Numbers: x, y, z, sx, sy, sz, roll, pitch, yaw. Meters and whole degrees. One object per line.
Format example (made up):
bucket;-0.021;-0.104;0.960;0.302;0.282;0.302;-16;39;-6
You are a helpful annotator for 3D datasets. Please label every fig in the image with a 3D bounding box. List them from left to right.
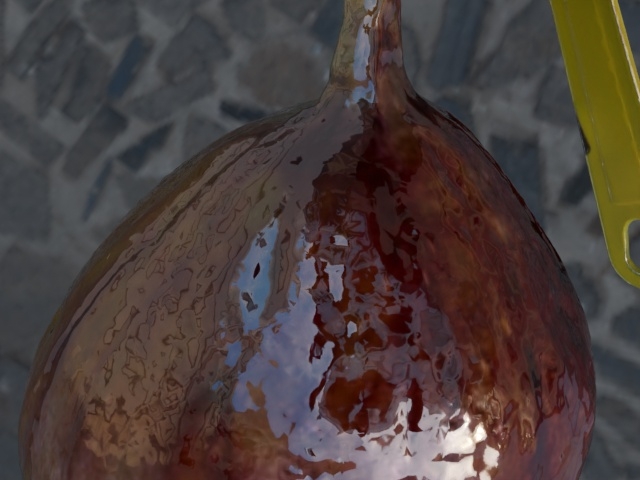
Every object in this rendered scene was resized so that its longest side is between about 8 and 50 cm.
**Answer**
fig;0.011;0.026;0.513;0.149;0.148;0.202;26;115;-36

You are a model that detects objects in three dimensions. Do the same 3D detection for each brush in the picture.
brush;0.090;-0.074;0.624;0.083;0.011;0.205;-5;113;31
